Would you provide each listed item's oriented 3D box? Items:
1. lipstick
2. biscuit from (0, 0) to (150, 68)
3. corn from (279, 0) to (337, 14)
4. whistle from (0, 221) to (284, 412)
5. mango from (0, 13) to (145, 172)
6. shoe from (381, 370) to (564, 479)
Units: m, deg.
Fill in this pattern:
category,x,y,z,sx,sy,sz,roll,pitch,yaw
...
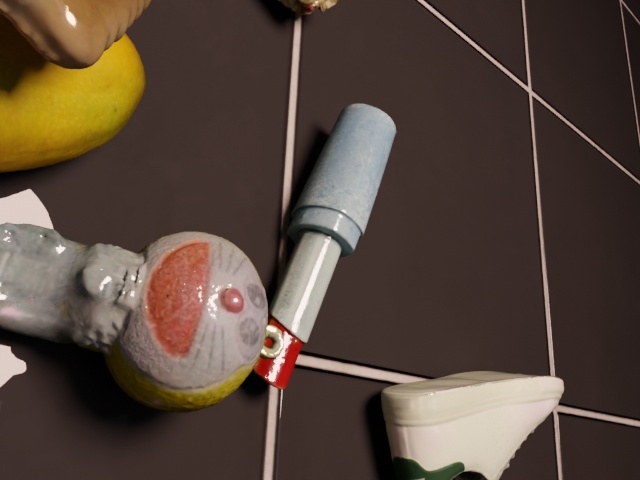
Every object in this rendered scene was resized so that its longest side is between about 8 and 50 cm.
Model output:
category,x,y,z,sx,sy,sz,roll,pitch,yaw
lipstick,0.000,0.000,0.558,0.061,0.068,0.273,43,57,-37
biscuit,-0.170,-0.241,0.383,0.217,0.044,0.324,46,24,-25
corn,-0.070,-0.335,0.580,0.280,0.092,0.092,50,48,-17
whistle,-0.120,0.038,0.396,0.223,0.123,0.122,21,63,-24
mango,-0.225,-0.122,0.336,0.317,0.119,0.176,15,63,-52
shoe,0.162,0.194,0.652,0.265,0.095,0.110,7,79,-39
